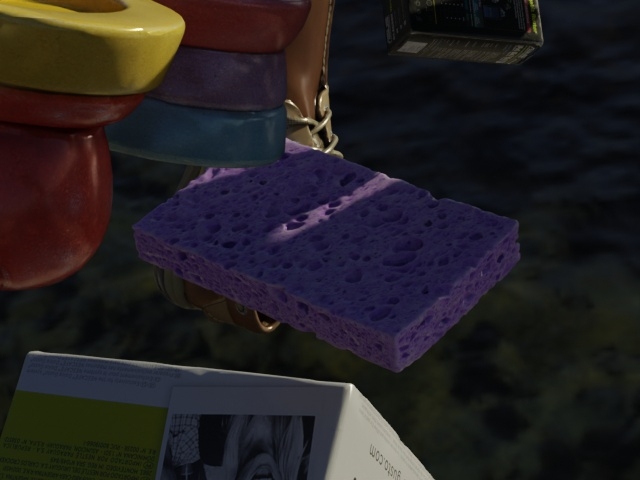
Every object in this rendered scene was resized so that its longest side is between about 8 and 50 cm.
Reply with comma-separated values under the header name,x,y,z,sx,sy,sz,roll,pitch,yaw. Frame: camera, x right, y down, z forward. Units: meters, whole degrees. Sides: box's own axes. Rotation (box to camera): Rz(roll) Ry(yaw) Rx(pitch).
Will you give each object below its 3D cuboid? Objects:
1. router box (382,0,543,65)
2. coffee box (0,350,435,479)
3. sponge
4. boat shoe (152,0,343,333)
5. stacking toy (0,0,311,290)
name,x,y,z,sx,sy,sz,roll,pitch,yaw
router box,0.084,-0.173,0.969,0.092,0.122,0.038,2,-18,-21
coffee box,-0.108,0.328,1.473,0.338,0.337,0.334,4,66,23
sponge,0.000,0.000,0.912,0.210,0.031,0.117,22,49,37
boat shoe,-0.033,-0.073,1.205,0.116,0.324,0.123,31,33,28
stacking toy,-0.166,-0.081,0.768,0.279,0.130,0.309,17,16,17
